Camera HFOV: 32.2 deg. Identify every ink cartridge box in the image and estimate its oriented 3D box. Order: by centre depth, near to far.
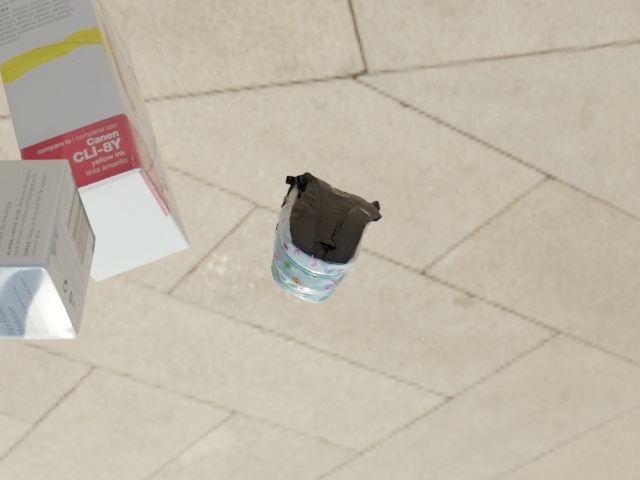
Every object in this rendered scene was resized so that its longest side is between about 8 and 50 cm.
[{"bbox_3d":[-0.344,-0.177,1.632,0.160,0.385,0.279,-21,156,0],"label":"ink cartridge box"}]

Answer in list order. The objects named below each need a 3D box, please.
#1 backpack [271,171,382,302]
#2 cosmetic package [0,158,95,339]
[{"bbox_3d":[0.000,0.000,1.600,0.151,0.182,0.115,18,127,-2],"label":"backpack"},{"bbox_3d":[-0.368,0.011,1.251,0.183,0.151,0.151,-1,143,4],"label":"cosmetic package"}]
